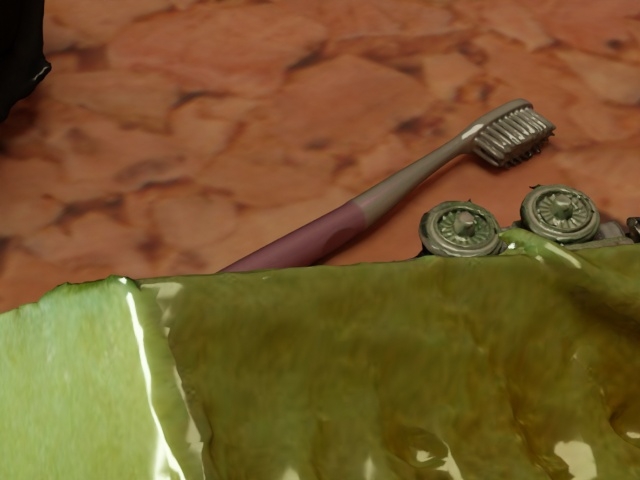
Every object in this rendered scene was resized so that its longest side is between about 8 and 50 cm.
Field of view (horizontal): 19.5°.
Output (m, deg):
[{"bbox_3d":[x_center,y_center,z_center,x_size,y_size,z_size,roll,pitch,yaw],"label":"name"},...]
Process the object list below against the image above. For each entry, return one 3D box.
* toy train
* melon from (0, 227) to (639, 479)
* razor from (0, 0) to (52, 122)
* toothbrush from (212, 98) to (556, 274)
[{"bbox_3d":[0.126,0.014,0.732,0.202,0.060,0.081,-10,46,-16],"label":"toy train"},{"bbox_3d":[0.097,0.089,0.514,0.343,0.226,0.331,0,33,-27],"label":"melon"},{"bbox_3d":[-0.293,-0.113,0.822,0.349,0.114,0.204,10,30,3],"label":"razor"},{"bbox_3d":[0.000,0.000,0.773,0.286,0.020,0.025,-29,54,-35],"label":"toothbrush"}]
